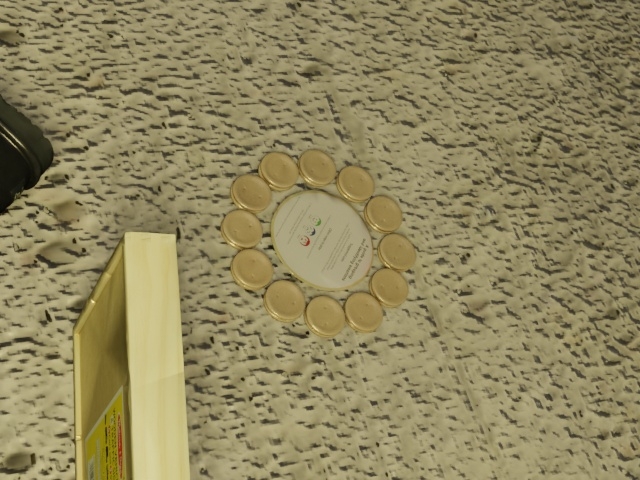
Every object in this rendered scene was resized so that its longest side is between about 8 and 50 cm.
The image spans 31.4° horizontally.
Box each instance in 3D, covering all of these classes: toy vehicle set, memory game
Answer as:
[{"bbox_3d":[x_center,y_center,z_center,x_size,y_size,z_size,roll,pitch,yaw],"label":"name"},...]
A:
[{"bbox_3d":[-0.130,0.149,0.764,0.035,0.166,0.266,5,62,-23],"label":"toy vehicle set"},{"bbox_3d":[0.000,0.000,1.003,0.186,0.012,0.186,12,58,-20],"label":"memory game"}]

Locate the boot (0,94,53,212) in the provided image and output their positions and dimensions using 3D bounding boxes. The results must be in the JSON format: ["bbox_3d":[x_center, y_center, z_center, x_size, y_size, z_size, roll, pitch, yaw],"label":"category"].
[{"bbox_3d":[-0.343,-0.064,0.823,0.246,0.094,0.207,40,50,-9],"label":"boot"}]
